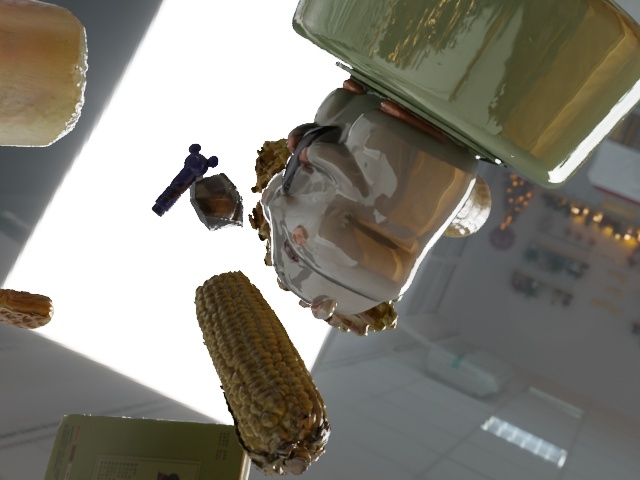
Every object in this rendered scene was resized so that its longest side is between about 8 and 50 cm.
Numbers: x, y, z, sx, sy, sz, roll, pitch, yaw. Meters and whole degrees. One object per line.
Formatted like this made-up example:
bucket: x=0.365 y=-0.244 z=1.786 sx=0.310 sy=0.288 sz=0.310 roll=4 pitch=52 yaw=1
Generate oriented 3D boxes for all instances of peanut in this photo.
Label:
peanut: x=0.150 y=-0.051 z=1.055 sx=0.087 sy=0.087 sz=0.207 roll=24 pitch=-178 yaw=20

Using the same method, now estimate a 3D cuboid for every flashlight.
flashlight: x=-0.199 y=-0.083 z=1.311 sx=0.057 sy=0.121 sz=0.035 roll=35 pitch=172 yaw=20

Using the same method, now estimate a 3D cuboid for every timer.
timer: x=0.065 y=-0.082 z=0.740 sx=0.291 sy=0.315 sz=0.291 roll=32 pitch=-172 yaw=-5

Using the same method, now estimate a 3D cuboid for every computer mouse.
computer mouse: x=-0.173 y=-0.072 z=1.616 sx=0.062 sy=0.105 sz=0.192 roll=-22 pitch=172 yaw=18

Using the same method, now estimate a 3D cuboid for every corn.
corn: x=-0.075 y=0.152 z=1.104 sx=0.115 sy=0.115 sz=0.317 roll=19 pitch=-152 yaw=-39

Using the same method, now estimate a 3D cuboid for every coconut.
coconut: x=-0.489 y=-0.255 z=1.339 sx=0.244 sy=0.239 sz=0.239 roll=2 pitch=-165 yaw=-33

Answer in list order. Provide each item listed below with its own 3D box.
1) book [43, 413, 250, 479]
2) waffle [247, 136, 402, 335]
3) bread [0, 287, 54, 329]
book: x=-0.269 y=0.380 z=1.320 sx=0.352 sy=0.239 sz=0.035 roll=-3 pitch=155 yaw=26
waffle: x=0.000 y=0.000 z=1.369 sx=0.068 sy=0.324 sz=0.302 roll=-28 pitch=-143 yaw=-37
bread: x=-0.492 y=0.112 z=1.478 sx=0.111 sy=0.044 sz=0.083 roll=15 pitch=147 yaw=-30
